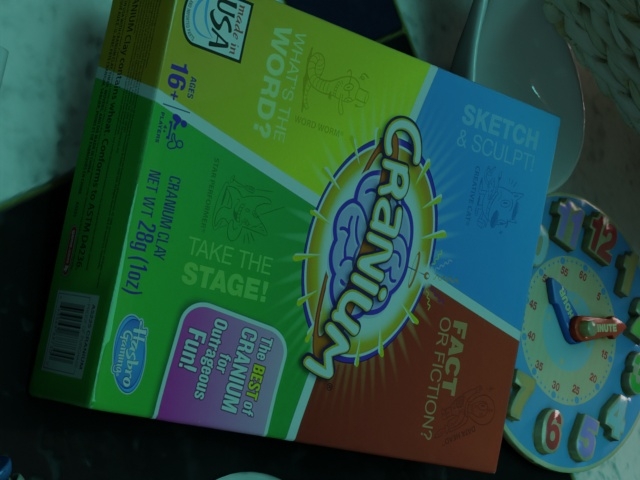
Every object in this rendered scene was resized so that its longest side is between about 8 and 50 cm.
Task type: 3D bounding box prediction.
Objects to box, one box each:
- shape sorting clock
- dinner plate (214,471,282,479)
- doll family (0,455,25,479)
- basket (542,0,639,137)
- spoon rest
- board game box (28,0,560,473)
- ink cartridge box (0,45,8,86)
[{"bbox_3d":[0.183,0.066,1.113,0.206,0.040,0.206,11,73,-42],"label":"shape sorting clock"},{"bbox_3d":[-0.037,0.207,0.892,0.141,0.017,0.141,10,75,-41],"label":"dinner plate"},{"bbox_3d":[-0.151,0.229,0.705,0.263,0.118,0.163,-46,113,-39],"label":"doll family"},{"bbox_3d":[0.396,-0.171,1.056,0.331,0.266,0.328,-49,113,-19],"label":"basket"},{"bbox_3d":[0.118,-0.160,1.070,0.137,0.084,0.276,-36,106,-42],"label":"spoon rest"},{"bbox_3d":[0.000,0.000,0.902,0.317,0.064,0.242,15,83,-40],"label":"board game box"},{"bbox_3d":[-0.227,0.006,0.657,0.087,0.153,0.208,24,66,-39],"label":"ink cartridge box"}]
